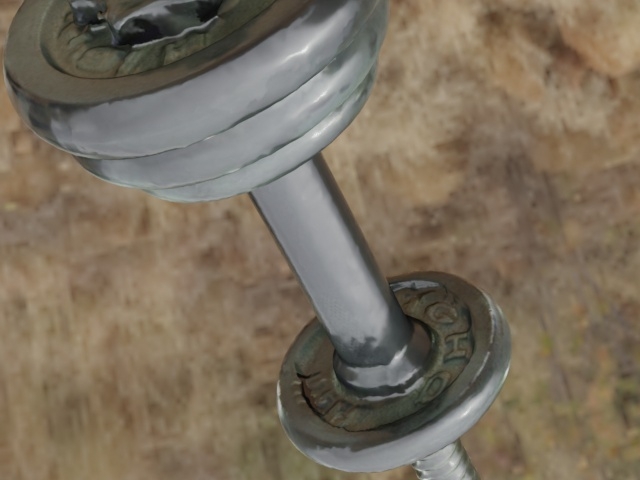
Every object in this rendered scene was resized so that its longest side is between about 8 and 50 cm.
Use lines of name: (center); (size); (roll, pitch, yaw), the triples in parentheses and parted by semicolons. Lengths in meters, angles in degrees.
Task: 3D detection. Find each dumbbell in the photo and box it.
dumbbell: (0.000, 0.000, 0.525); (0.110, 0.110, 0.254); (-20, 126, 12)
